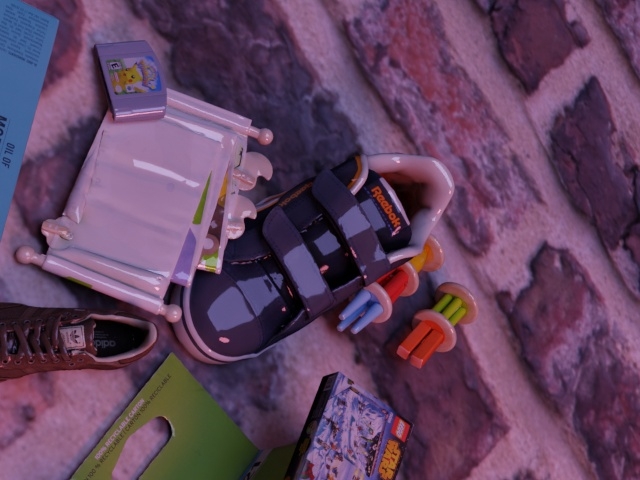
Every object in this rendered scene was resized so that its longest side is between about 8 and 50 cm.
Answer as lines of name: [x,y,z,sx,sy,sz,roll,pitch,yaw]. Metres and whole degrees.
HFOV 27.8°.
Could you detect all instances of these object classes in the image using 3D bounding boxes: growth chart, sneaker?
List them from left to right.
sneaker: [-0.220,0.076,1.052,0.188,0.071,0.066,-2,78,-40]
growth chart: [-0.143,-0.041,1.154,0.172,0.021,0.237,28,58,-9]
sneaker: [0.000,0.000,1.221,0.321,0.127,0.126,-38,102,-38]

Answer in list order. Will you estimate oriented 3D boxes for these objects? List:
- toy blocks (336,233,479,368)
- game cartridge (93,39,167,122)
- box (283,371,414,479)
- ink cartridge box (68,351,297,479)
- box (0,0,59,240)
toy blocks: [0.085,0.074,1.311,0.148,0.054,0.123,-41,103,-39]
game cartridge: [-0.170,-0.146,1.176,0.056,0.017,0.083,-8,63,-25]
box: [0.021,0.195,1.114,0.094,0.027,0.137,38,55,-22]
ink cartridge box: [-0.072,0.241,1.105,0.255,0.097,0.188,50,52,-17]
box: [-0.281,-0.069,1.030,0.060,0.100,0.244,24,62,-30]
